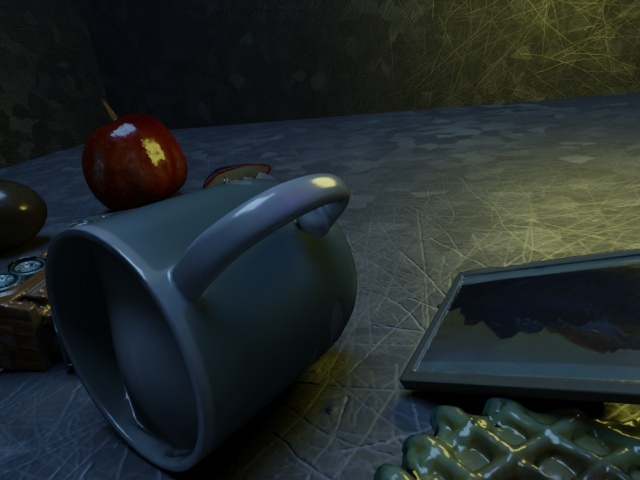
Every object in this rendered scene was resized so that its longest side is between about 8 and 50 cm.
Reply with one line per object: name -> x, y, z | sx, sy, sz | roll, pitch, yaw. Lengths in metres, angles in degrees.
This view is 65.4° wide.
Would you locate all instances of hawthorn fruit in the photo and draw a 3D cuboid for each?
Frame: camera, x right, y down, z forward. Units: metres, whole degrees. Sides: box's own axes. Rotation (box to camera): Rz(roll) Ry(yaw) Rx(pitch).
hawthorn fruit -> -0.553, -0.252, 1.442 | 0.287, 0.330, 0.287 | -18, 18, 6

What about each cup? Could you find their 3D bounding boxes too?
cup -> -0.089, 0.040, 0.546 | 0.275, 0.259, 0.357 | -28, -12, -47

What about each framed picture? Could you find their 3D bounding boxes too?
framed picture -> 0.227, 0.085, 0.528 | 0.266, 0.018, 0.192 | -15, 28, 47

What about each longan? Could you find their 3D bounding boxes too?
longan -> -0.804, -0.063, 1.247 | 0.213, 0.197, 0.198 | 8, 24, 7

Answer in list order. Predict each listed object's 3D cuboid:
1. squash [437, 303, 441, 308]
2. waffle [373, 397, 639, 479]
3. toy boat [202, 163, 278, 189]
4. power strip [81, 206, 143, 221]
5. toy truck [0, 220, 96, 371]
squash -> 0.228, 0.108, 0.608 | 0.094, 0.094, 0.224 | -19, 18, -26
waffle -> 0.187, 0.223, 0.351 | 0.310, 0.056, 0.291 | -2, 22, 13
toy boat -> -0.195, -0.178, 1.484 | 0.319, 0.071, 0.219 | 9, 30, 29
power strip -> -0.497, -0.049, 1.287 | 0.271, 0.046, 0.118 | -11, 22, -6
toy truck -> -0.376, 0.073, 0.835 | 0.185, 0.132, 0.338 | 6, 27, 9
